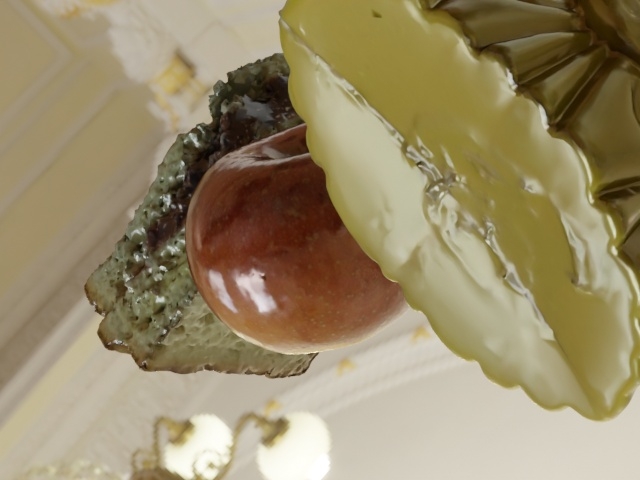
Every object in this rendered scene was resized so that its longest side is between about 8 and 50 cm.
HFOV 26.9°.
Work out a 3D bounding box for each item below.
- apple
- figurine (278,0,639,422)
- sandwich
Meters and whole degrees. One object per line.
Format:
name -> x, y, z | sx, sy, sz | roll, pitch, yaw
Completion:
apple -> 0.000, 0.000, 0.987 | 0.201, 0.162, 0.201 | -14, -161, 5
figurine -> 0.166, -0.090, 0.546 | 0.315, 0.168, 0.187 | -32, -131, -24
sandwich -> -0.034, -0.025, 1.212 | 0.131, 0.262, 0.325 | 48, -68, 30
